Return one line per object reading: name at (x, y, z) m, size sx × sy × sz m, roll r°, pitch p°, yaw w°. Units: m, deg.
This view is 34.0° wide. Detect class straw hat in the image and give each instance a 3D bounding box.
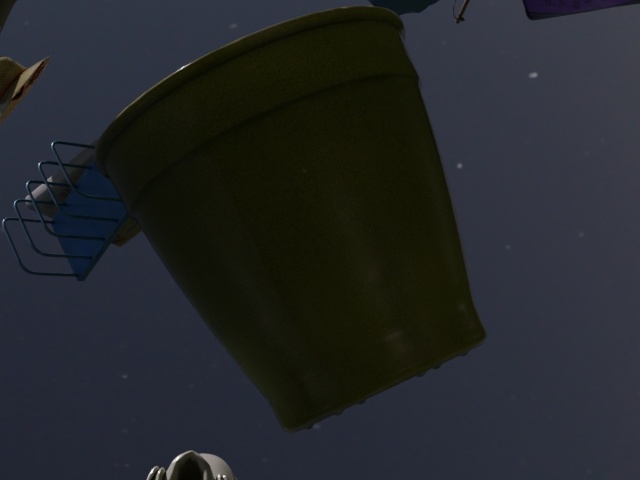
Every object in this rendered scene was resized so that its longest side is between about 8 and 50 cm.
straw hat at (-0.476, -0.242, 1.587) m, size 0.061 × 0.144 × 0.144 m, roll 38°, pitch -130°, yaw -13°

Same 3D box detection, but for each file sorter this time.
file sorter at (-0.359, -0.043, 1.483) m, size 0.104 × 0.170 × 0.118 m, roll 5°, pitch -136°, yaw -47°

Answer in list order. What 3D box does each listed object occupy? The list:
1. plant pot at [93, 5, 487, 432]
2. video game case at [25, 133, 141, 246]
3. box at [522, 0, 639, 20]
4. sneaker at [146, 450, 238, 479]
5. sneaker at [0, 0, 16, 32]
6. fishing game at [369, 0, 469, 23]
plant pot at (0.000, 0.000, 1.119) m, size 0.366 × 0.366 × 0.353 m, roll -12°, pitch -107°, yaw -56°
video game case at (-0.305, -0.088, 1.633) m, size 0.206 × 0.227 × 0.026 m, roll 29°, pitch -149°, yaw -52°
box at (0.128, -0.240, 0.383) m, size 0.165 × 0.143 × 0.270 m, roll 21°, pitch -116°, yaw -73°
sneaker at (-0.119, 0.267, 1.053) m, size 0.292 × 0.108 × 0.169 m, roll -90°, pitch 8°, yaw -66°
sneaker at (-0.210, -0.106, 0.470) m, size 0.115 × 0.232 × 0.090 m, roll 63°, pitch -177°, yaw 10°
fishing game at (0.137, -0.456, 1.696) m, size 0.041 × 0.264 × 0.189 m, roll -95°, pitch 18°, yaw -52°
